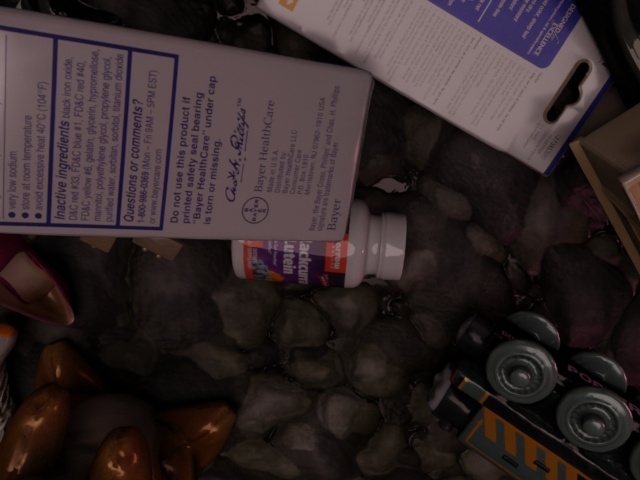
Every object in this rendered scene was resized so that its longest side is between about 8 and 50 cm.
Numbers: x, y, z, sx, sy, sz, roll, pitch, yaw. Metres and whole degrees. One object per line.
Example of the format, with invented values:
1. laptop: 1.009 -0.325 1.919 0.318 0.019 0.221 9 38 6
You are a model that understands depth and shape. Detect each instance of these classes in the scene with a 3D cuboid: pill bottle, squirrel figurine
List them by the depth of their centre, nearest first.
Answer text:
1. squirrel figurine: -0.325 0.369 0.672 0.281 0.370 0.397 28 106 -4
2. pill bottle: 0.000 0.000 0.678 0.194 0.108 0.108 4 106 3

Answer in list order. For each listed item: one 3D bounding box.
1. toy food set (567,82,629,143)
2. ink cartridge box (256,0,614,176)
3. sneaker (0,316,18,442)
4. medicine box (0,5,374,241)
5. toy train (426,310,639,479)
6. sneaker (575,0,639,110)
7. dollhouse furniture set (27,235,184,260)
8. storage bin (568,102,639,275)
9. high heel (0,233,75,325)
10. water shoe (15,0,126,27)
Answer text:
1. toy food set: 0.444 -0.092 0.641 0.220 0.092 0.306 -44 91 15
2. ink cartridge box: 0.133 -0.236 0.623 0.371 0.069 0.175 30 105 -2
3. sneaker: -0.458 0.216 0.792 0.121 0.099 0.262 34 113 -14
4. medicine box: -0.145 -0.110 0.526 0.289 0.263 0.149 2 107 -26
5. toy train: 0.291 0.228 0.685 0.334 0.142 0.190 32 113 13
6. sneaker: 0.326 -0.232 0.541 0.130 0.087 0.227 -32 104 9
7. dollhouse furniture set: -0.253 -0.015 0.689 0.151 0.144 0.123 28 112 -19
8. storage bin: 0.414 -0.047 0.515 0.262 0.123 0.260 -34 113 14
9. high heel: -0.345 0.054 0.661 0.117 0.244 0.082 47 70 -4
10. water shoe: -0.235 -0.202 0.633 0.203 0.073 0.080 38 129 -21
